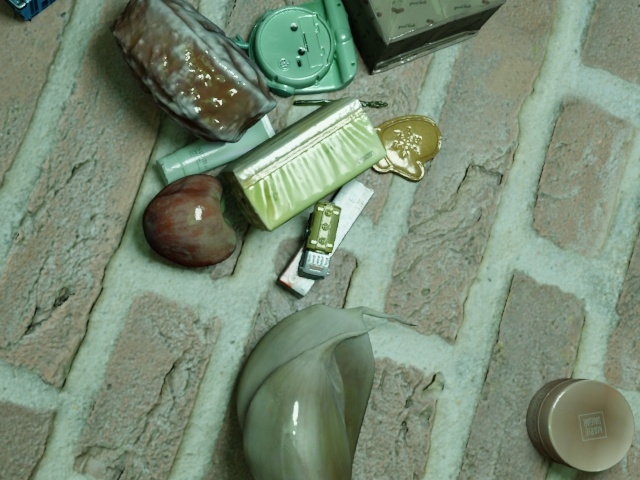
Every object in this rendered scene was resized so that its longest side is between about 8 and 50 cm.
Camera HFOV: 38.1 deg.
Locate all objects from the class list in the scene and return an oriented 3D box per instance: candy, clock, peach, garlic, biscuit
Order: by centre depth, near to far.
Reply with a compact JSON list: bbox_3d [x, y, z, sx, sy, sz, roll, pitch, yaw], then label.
[{"bbox_3d":[-0.006,0.245,1.426,0.246,0.231,0.340,23,86,-2],"label":"garlic"},{"bbox_3d":[-0.206,-0.272,1.458,0.157,0.214,0.289,-46,74,4],"label":"candy"},{"bbox_3d":[-0.213,-0.029,1.486,0.152,0.152,0.152,1,83,-8],"label":"peach"},{"bbox_3d":[-0.049,-0.322,1.569,0.211,0.066,0.159,-14,85,-9],"label":"clock"},{"bbox_3d":[0.148,-0.157,1.598,0.140,0.023,0.118,-24,87,-11],"label":"biscuit"}]

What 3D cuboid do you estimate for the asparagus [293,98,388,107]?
[{"bbox_3d":[0.035,-0.237,1.597,0.166,0.016,0.013,-1,50,-7],"label":"asparagus"}]

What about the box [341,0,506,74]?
[{"bbox_3d":[0.138,-0.470,1.552,0.225,0.190,0.297,-22,86,-8],"label":"box"}]

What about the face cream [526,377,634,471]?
[{"bbox_3d":[0.431,0.304,1.541,0.149,0.104,0.149,1,83,-8],"label":"face cream"}]

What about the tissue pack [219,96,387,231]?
[{"bbox_3d":[-0.032,-0.122,1.494,0.234,0.159,0.125,-33,100,-11],"label":"tissue pack"}]

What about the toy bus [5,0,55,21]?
[{"bbox_3d":[-0.444,-0.444,1.507,0.185,0.106,0.090,-43,94,-16],"label":"toy bus"}]

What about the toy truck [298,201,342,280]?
[{"bbox_3d":[0.000,0.000,1.497,0.052,0.063,0.123,13,81,-6],"label":"toy truck"}]

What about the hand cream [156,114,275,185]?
[{"bbox_3d":[-0.172,-0.152,1.541,0.205,0.050,0.078,-27,97,-14],"label":"hand cream"}]

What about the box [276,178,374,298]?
[{"bbox_3d":[0.009,-0.007,1.552,0.055,0.039,0.218,36,80,-4],"label":"box"}]
